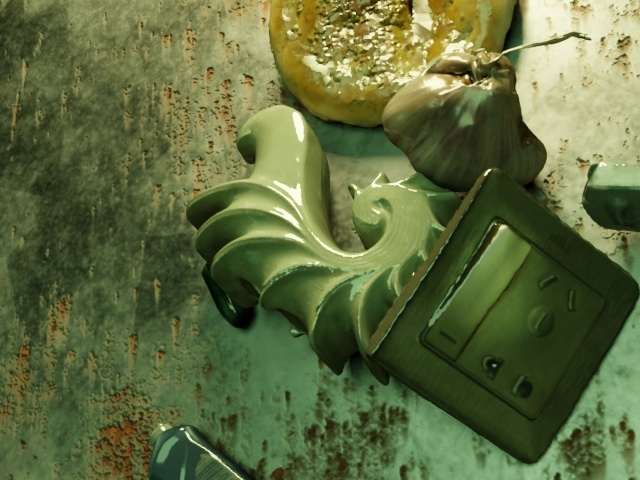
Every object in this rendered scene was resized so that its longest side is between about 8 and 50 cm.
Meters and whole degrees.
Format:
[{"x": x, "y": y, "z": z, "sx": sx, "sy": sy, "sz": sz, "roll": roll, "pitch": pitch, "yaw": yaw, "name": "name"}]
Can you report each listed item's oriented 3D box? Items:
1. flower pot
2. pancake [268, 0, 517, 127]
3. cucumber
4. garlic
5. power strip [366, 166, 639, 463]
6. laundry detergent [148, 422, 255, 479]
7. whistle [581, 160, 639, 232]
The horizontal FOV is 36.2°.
[{"x": 0.000, "y": 0.000, "z": 1.236, "sx": 0.367, "sy": 0.164, "sz": 0.254, "roll": 30, "pitch": 78, "yaw": 29, "name": "flower pot"}, {"x": 0.095, "y": -0.341, "z": 1.382, "sx": 0.387, "sy": 0.082, "sz": 0.387, "roll": -6, "pitch": 70, "yaw": 17, "name": "pancake"}, {"x": -0.125, "y": 0.072, "z": 1.324, "sx": 0.048, "sy": 0.048, "sz": 0.105, "roll": -33, "pitch": 60, "yaw": 8, "name": "cucumber"}, {"x": 0.208, "y": -0.182, "z": 1.203, "sx": 0.257, "sy": 0.207, "sz": 0.207, "roll": -46, "pitch": 58, "yaw": 19, "name": "garlic"}, {"x": 0.204, "y": 0.085, "z": 1.111, "sx": 0.257, "sy": 0.251, "sz": 0.092, "roll": -55, "pitch": 24, "yaw": -6, "name": "power strip"}, {"x": -0.150, "y": 0.303, "z": 1.232, "sx": 0.206, "sy": 0.061, "sz": 0.096, "roll": 38, "pitch": 89, "yaw": 31, "name": "laundry detergent"}, {"x": 0.479, "y": 0.004, "z": 1.027, "sx": 0.188, "sy": 0.168, "sz": 0.405, "roll": -47, "pitch": 60, "yaw": 0, "name": "whistle"}]
